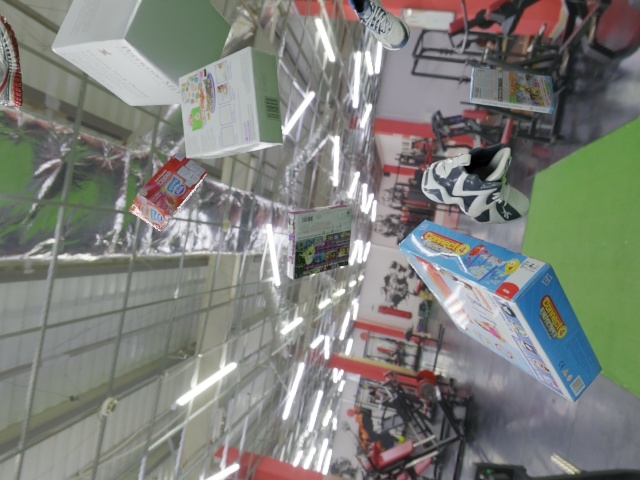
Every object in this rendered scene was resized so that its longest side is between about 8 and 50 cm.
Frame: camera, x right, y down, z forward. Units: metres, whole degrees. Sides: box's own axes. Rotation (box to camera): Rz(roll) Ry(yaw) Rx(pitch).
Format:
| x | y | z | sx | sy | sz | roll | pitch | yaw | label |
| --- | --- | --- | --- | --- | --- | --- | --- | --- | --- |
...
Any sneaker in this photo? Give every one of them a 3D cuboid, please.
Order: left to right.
| x | y | z | sx | sy | sz | roll | pitch | yaw | label |
| --- | --- | --- | --- | --- | --- | --- | --- | --- | --- |
| -0.784 | -0.433 | 1.037 | 0.088 | 0.093 | 0.225 | 53 | 135 | 41 | sneaker |
| 0.091 | -0.366 | 0.709 | 0.058 | 0.135 | 0.052 | -13 | -31 | -50 | sneaker |
| 0.326 | -0.105 | 0.792 | 0.153 | 0.235 | 0.093 | 146 | 145 | -67 | sneaker |

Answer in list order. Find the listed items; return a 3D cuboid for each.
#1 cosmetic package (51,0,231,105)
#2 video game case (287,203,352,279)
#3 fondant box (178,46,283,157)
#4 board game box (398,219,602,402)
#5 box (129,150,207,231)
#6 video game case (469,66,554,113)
| x | y | z | sx | sy | sz | roll | pitch | yaw | label |
| --- | --- | --- | --- | --- | --- | --- | --- | --- | --- |
| -0.587 | -0.683 | 1.432 | 0.329 | 0.394 | 0.327 | 35 | -112 | -56 | cosmetic package |
| 0.000 | 0.000 | 1.362 | 0.232 | 0.042 | 0.210 | -13 | -67 | -37 | video game case |
| -0.260 | -0.370 | 1.207 | 0.096 | 0.331 | 0.238 | -11 | -82 | -50 | fondant box |
| 0.337 | 0.124 | 0.831 | 0.086 | 0.302 | 0.308 | -44 | -61 | -7 | board game box |
| -0.520 | -0.172 | 1.477 | 0.123 | 0.128 | 0.256 | -39 | 20 | 44 | box |
| 0.412 | -0.326 | 0.924 | 0.015 | 0.167 | 0.119 | 88 | -164 | -53 | video game case |
